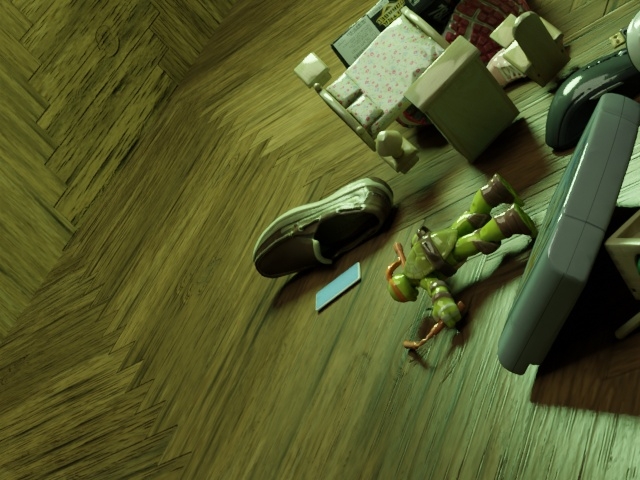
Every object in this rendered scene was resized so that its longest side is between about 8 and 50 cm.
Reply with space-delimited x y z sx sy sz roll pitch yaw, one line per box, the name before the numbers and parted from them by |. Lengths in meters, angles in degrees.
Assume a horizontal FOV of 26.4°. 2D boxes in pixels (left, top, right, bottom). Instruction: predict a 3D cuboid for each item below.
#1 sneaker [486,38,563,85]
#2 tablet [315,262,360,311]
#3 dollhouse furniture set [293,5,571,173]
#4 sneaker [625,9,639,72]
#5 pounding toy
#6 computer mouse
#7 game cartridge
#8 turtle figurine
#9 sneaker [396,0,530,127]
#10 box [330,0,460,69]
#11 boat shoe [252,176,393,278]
sneaker | 0.302 -0.267 2.061 0.134 0.051 0.070 -27 20 30
tablet | 0.026 0.068 1.992 0.083 0.006 0.054 -37 20 17
dollhouse furniture set | 0.131 -0.295 2.021 0.303 0.174 0.355 -45 52 2
sneaker | 0.512 -0.303 1.613 0.295 0.124 0.178 -44 24 -24
pounding toy | 0.351 0.020 1.331 0.141 0.100 0.130 -40 17 -20
computer mouse | 0.387 -0.240 1.821 0.262 0.060 0.184 -38 21 16
game cartridge | 0.272 -0.019 1.468 0.198 0.062 0.297 102 -168 -46
turtle figurine | 0.158 0.009 1.723 0.217 0.087 0.269 -39 20 14
sneaker | 0.219 -0.305 2.211 0.299 0.121 0.112 -45 7 -14
box | 0.185 -0.378 2.291 0.293 0.073 0.295 -38 -12 14
boat shoe | -0.005 -0.005 2.079 0.257 0.095 0.095 -33 28 27
